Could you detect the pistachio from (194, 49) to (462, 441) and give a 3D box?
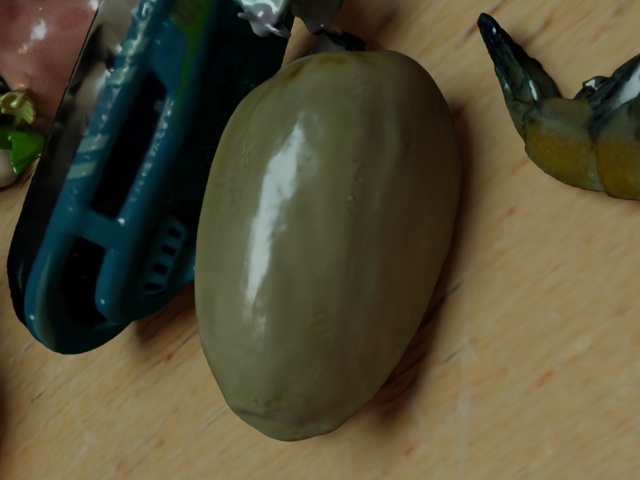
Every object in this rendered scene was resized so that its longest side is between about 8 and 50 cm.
[{"bbox_3d":[0.000,0.000,0.621,0.131,0.129,0.206,12,87,4],"label":"pistachio"}]

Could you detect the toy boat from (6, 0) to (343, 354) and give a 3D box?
[{"bbox_3d":[-0.082,-0.044,0.707,0.092,0.134,0.299,35,115,24],"label":"toy boat"}]

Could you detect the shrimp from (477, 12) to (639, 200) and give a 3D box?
[{"bbox_3d":[0.154,-0.146,0.555,0.198,0.051,0.262,5,82,49],"label":"shrimp"}]

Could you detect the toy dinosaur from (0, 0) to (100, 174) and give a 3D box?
[{"bbox_3d":[-0.185,-0.137,0.851,0.177,0.194,0.152,126,151,-50],"label":"toy dinosaur"}]

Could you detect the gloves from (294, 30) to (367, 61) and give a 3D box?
[{"bbox_3d":[-0.003,-0.086,0.722,0.064,0.026,0.086,41,111,48],"label":"gloves"}]

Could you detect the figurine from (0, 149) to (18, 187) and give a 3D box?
[{"bbox_3d":[-0.283,-0.149,0.984,0.145,0.145,0.222,-3,83,47],"label":"figurine"}]
